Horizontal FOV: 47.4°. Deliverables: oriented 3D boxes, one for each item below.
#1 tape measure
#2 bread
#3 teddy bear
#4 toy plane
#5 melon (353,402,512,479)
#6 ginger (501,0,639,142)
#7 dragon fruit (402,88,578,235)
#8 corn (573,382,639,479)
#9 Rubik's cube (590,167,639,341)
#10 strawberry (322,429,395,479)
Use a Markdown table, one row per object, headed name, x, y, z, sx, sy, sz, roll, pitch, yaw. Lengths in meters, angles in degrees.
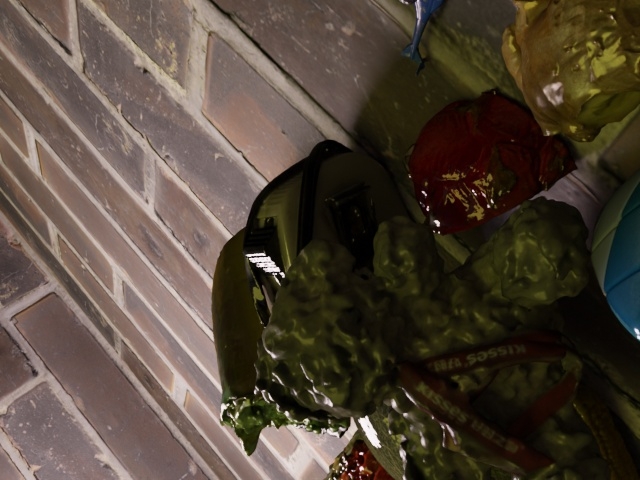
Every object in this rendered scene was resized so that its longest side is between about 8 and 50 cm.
| name | x | y | z | sx | sy | sz | roll | pitch | yaw |
| --- | --- | --- | --- | --- | --- | --- | --- | --- | --- |
| tape measure | 0.000 | 0.000 | 0.998 | 0.133 | 0.271 | 0.231 | -3 | 119 | 56 |
| bread | -0.073 | 0.150 | 1.202 | 0.251 | 0.209 | 0.376 | 96 | 167 | -59 |
| teddy bear | 0.105 | 0.138 | 0.799 | 0.224 | 0.368 | 0.357 | -104 | 7 | -78 |
| toy plane | 0.118 | -0.258 | 0.800 | 0.062 | 0.054 | 0.167 | 20 | 142 | 7 |
| melon | 0.179 | 0.244 | 1.021 | 0.301 | 0.237 | 0.237 | 46 | 149 | 9 |
| ginger | 0.242 | -0.177 | 0.645 | 0.216 | 0.102 | 0.157 | 129 | 132 | -65 |
| dragon fruit | 0.180 | -0.087 | 0.810 | 0.120 | 0.127 | 0.161 | 56 | 153 | -16 |
| corn | 0.362 | 0.299 | 0.960 | 0.097 | 0.097 | 0.261 | -2 | 117 | 56 |
| Rubik's cube | 0.342 | -0.036 | 0.636 | 0.254 | 0.254 | 0.254 | 36 | 145 | 30 |
| strawberry | 0.169 | 0.461 | 1.212 | 0.351 | 0.267 | 0.312 | 53 | 171 | 3 |
